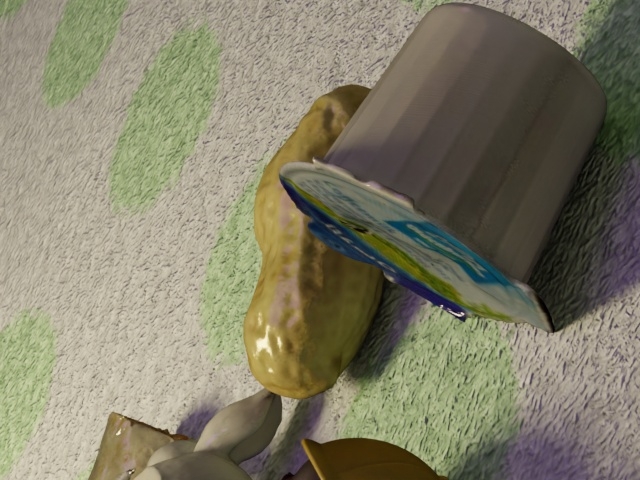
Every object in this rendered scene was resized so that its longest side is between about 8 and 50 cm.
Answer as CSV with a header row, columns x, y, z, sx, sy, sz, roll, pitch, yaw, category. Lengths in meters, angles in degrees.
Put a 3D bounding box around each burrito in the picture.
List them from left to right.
x,y,z,sx,sy,sz,roll,pitch,yaw,category
-0.220,0.332,2.029,0.143,0.105,0.299,0,67,56,burrito

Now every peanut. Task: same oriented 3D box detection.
x,y,z,sx,sy,sz,roll,pitch,yaw,category
0.000,0.000,1.873,0.147,0.148,0.318,-8,65,58,peanut

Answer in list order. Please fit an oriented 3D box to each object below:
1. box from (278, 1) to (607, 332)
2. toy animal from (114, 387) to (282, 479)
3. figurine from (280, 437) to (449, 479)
x,y,z,sx,sy,sz,roll,pitch,yaw,category
0.118,-0.071,1.660,0.206,0.262,0.291,-58,17,-11,box
-0.108,0.278,1.827,0.208,0.154,0.325,-35,36,35,toy animal
0.007,0.280,1.603,0.257,0.167,0.192,-50,63,22,figurine
